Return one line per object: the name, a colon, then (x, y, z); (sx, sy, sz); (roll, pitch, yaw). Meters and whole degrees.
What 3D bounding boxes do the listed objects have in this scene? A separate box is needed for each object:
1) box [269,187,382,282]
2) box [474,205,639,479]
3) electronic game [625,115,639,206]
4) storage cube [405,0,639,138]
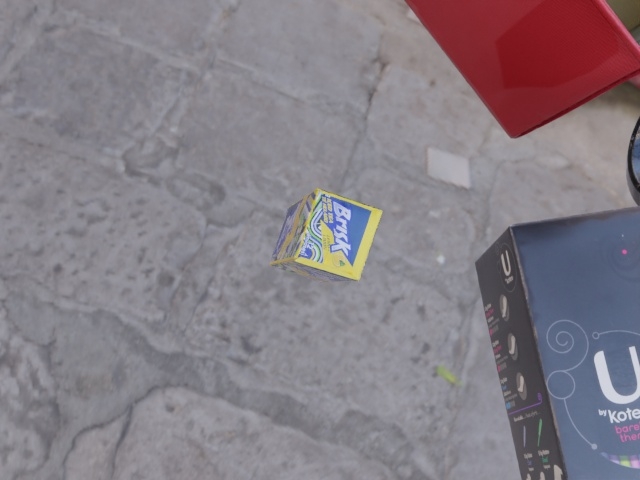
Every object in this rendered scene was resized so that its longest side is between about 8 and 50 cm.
box: (0.000, 0.000, 0.773); (0.054, 0.169, 0.059); (19, 84, -8)
box: (0.263, 0.118, 0.887); (0.165, 0.143, 0.270); (-9, 75, -7)
electronic game: (0.509, -0.138, 1.308); (0.048, 0.229, 0.229); (17, 47, -23)
storage cube: (0.187, -0.219, 0.691); (0.183, 0.193, 0.215); (-40, 93, -17)
